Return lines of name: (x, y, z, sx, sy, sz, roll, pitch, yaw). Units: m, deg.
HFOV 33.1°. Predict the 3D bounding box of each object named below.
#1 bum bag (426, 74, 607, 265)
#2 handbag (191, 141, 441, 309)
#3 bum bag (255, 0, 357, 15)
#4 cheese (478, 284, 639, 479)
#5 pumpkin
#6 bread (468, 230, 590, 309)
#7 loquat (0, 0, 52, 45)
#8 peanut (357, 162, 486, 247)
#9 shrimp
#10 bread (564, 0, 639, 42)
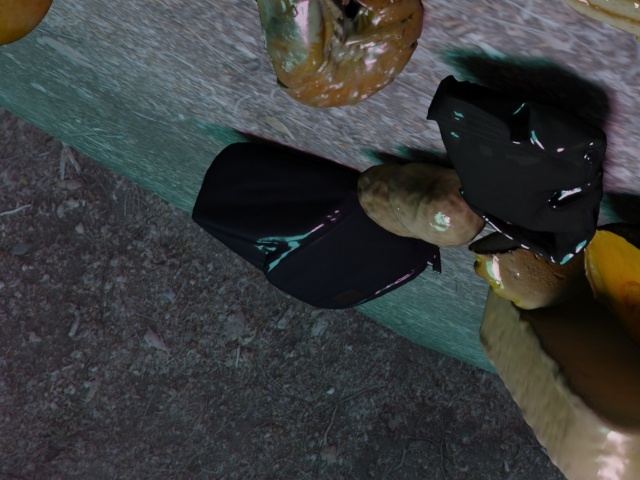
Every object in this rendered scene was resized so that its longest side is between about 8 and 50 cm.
bum bag: (0.173, -0.062, 0.922, 0.142, 0.079, 0.326, 23, 169, 18)
handbag: (-0.002, 0.003, 1.566, 0.275, 0.177, 0.302, 21, 171, 34)
bum bag: (-0.015, -0.178, 0.819, 0.087, 0.049, 0.198, 13, 164, 30)
cheese: (0.381, 0.149, 1.186, 0.384, 0.104, 0.384, 9, -159, -4)
pumpkin: (0.339, 0.027, 0.970, 0.163, 0.111, 0.278, 51, 173, -2)
bread: (0.240, 0.028, 1.165, 0.157, 0.094, 0.083, -19, -168, -15)
loquat: (-0.323, -0.251, 0.999, 0.163, 0.137, 0.163, 43, 180, 0)
peanut: (0.113, -0.045, 1.215, 0.104, 0.085, 0.228, 38, 170, -20)
shrimp: (0.013, -0.165, 0.752, 0.217, 0.115, 0.051, 73, 173, -60)
bread: (0.166, -0.127, 0.477, 0.149, 0.073, 0.122, 20, 173, 37)
